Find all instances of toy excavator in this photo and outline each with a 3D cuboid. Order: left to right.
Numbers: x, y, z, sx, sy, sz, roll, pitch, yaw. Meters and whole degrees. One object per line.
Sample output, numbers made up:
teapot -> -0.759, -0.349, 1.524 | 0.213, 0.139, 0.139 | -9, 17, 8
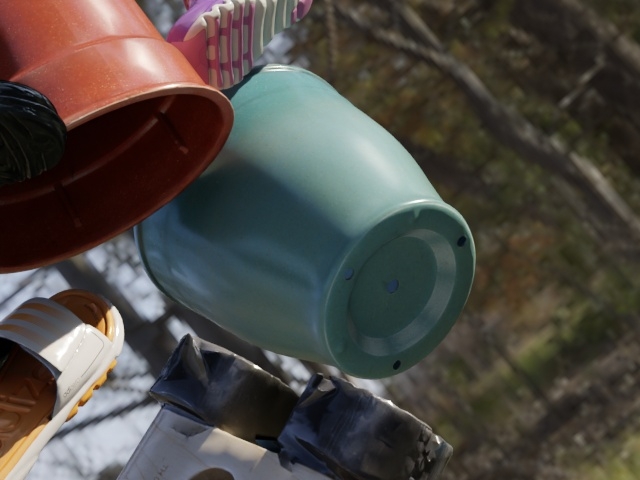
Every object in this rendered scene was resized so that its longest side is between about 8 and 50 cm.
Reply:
toy excavator -> 0.091, 0.289, 1.146 | 0.445, 0.433, 0.222 | 40, -108, -39

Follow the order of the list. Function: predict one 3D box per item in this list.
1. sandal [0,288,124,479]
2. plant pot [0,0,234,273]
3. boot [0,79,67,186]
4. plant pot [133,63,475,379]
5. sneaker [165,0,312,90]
sandal -> -0.247, 0.116, 1.341 | 0.265, 0.102, 0.076 | -63, -32, -44
plant pot -> -0.259, -0.155, 1.449 | 0.272, 0.265, 0.272 | -29, -16, -10
boot -> -0.296, -0.141, 1.247 | 0.246, 0.207, 0.094 | -7, -34, 20
plant pot -> 0.000, 0.000, 1.574 | 0.271, 0.255, 0.272 | -19, -55, -30
sneaker -> -0.095, -0.224, 1.566 | 0.236, 0.104, 0.095 | -49, -25, -49
